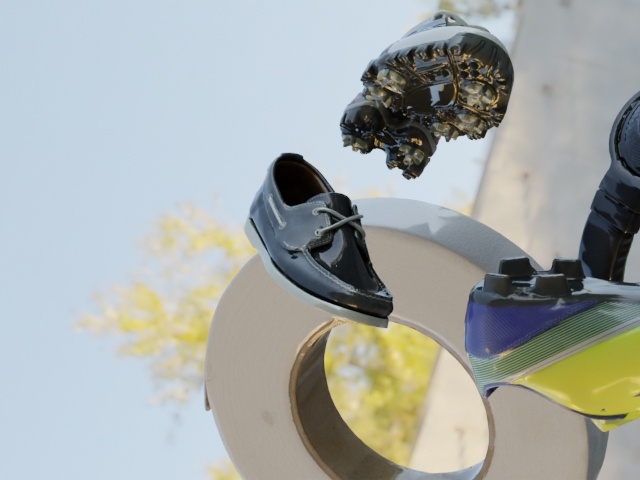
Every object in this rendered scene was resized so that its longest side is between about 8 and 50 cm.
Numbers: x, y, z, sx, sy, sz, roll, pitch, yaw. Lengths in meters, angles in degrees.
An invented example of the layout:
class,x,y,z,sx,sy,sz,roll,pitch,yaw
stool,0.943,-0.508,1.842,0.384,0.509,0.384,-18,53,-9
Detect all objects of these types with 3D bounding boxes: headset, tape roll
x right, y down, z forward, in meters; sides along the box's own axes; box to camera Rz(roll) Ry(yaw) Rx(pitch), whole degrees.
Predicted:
class,x,y,z,sx,sy,sz,roll,pitch,yaw
headset,0.386,-0.067,1.676,0.243,0.185,0.394,8,-68,-42
tape roll,0.075,0.148,1.764,0.072,0.392,0.392,-43,-36,-54

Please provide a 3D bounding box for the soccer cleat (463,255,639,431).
class,x,y,z,sx,sy,sz,roll,pitch,yaw
soccer cleat,0.243,0.084,1.370,0.093,0.289,0.121,-31,-56,-60

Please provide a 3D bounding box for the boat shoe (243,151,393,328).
class,x,y,z,sx,sy,sz,roll,pitch,yaw
boat shoe,0.000,0.000,1.534,0.084,0.233,0.079,15,-71,-27

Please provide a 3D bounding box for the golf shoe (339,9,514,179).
class,x,y,z,sx,sy,sz,roll,pitch,yaw
golf shoe,0.089,-0.139,1.497,0.120,0.105,0.273,-62,10,-14
